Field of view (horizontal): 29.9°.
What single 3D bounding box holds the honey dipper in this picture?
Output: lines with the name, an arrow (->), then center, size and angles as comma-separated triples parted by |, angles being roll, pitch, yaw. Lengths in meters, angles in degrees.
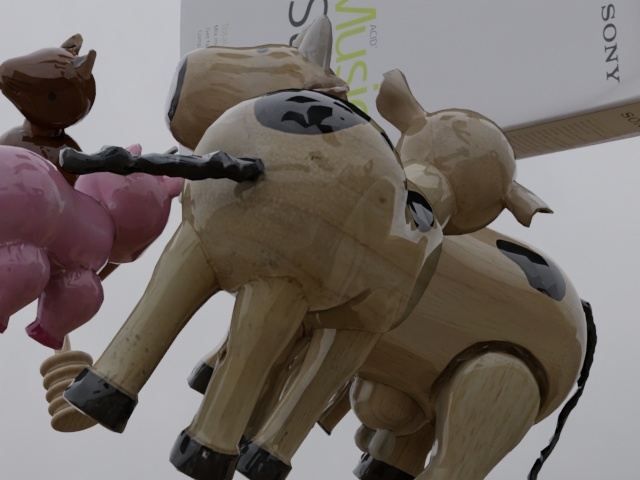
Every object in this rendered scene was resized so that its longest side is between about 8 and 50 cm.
honey dipper -> -0.153, 0.032, 0.688 | 0.030, 0.160, 0.030 | -14, -30, -8

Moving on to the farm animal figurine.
farm animal figurine -> 0.000, 0.000, 0.507 | 0.327, 0.172, 0.330 | 32, -4, -30

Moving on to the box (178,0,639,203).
box -> 0.048, -0.152, 0.713 | 0.322, 0.232, 0.058 | -10, -16, 35
